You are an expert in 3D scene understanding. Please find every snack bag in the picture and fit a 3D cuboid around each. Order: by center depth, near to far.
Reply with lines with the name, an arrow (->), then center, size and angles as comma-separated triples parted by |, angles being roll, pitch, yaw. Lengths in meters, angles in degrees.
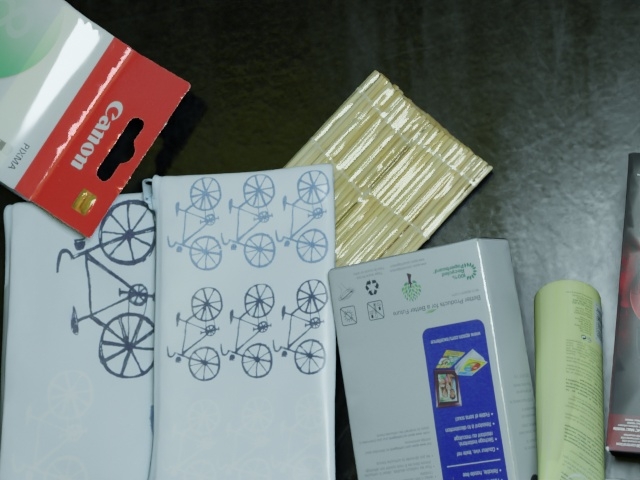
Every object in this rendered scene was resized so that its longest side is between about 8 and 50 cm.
snack bag -> -0.149, 0.094, 1.842 | 0.342, 0.037, 0.323 | -3, 76, 14

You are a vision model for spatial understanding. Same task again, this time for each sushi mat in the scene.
sushi mat -> 0.000, 0.000, 1.862 | 0.151, 0.019, 0.316 | 43, 90, 13

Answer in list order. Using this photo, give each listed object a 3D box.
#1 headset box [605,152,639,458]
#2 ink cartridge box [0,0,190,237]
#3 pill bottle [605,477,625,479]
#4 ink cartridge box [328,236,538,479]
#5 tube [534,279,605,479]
headset box -> 0.367, 0.080, 1.733 | 0.218, 0.110, 0.293 | 4, 83, 13
ink cartridge box -> -0.263, -0.133, 1.895 | 0.224, 0.056, 0.181 | 31, 86, 26
pill bottle -> 0.241, 0.281, 1.742 | 0.078, 0.078, 0.137 | -11, 78, 8
ink cartridge box -> 0.109, 0.173, 1.754 | 0.165, 0.065, 0.333 | -12, 82, 33
tube -> 0.214, 0.144, 1.724 | 0.070, 0.062, 0.240 | 6, 51, -4
